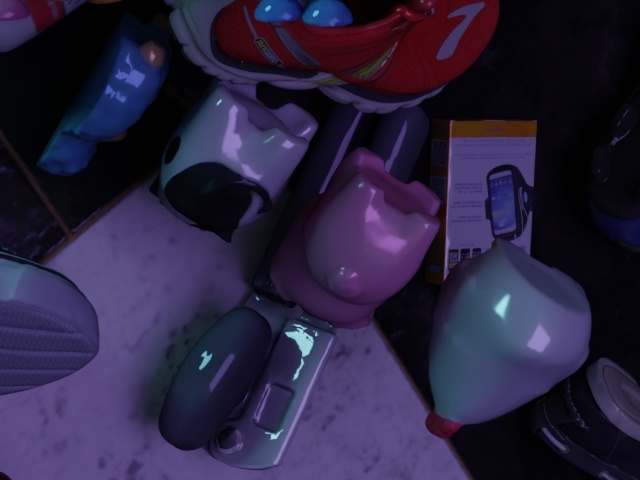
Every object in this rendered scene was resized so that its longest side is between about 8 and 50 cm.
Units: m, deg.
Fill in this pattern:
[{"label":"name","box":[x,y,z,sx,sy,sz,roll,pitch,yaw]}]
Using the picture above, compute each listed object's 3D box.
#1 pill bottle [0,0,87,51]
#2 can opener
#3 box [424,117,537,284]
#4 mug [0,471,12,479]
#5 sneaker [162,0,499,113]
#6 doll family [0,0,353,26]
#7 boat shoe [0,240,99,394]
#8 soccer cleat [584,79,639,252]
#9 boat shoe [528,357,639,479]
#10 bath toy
[{"label":"pill bottle","box":[-0.101,-0.262,0.973,0.318,0.176,0.176,-36,115,-9]},{"label":"can opener","box":[-0.011,0.023,1.156,0.280,0.074,0.093,-64,158,-12]},{"label":"box","box":[0.117,-0.022,1.272,0.081,0.028,0.136,-2,100,-32]},{"label":"mug","box":[-0.246,0.211,1.028,0.169,0.113,0.150,-28,107,-22]},{"label":"sneaker","box":[0.035,-0.137,1.025,0.279,0.118,0.107,-9,85,-50]},{"label":"doll family","box":[-0.091,-0.199,0.850,0.263,0.118,0.163,0,112,-3]},{"label":"boat shoe","box":[-0.256,0.003,0.978,0.335,0.121,0.119,23,40,-51]},{"label":"soccer cleat","box":[0.297,-0.116,1.347,0.289,0.093,0.121,-53,154,-14]},{"label":"boat shoe","box":[0.252,0.173,1.368,0.079,0.084,0.233,-37,130,19]},{"label":"bath toy","box":[0.000,0.000,1.066,0.348,0.151,0.129,33,108,-4]}]
